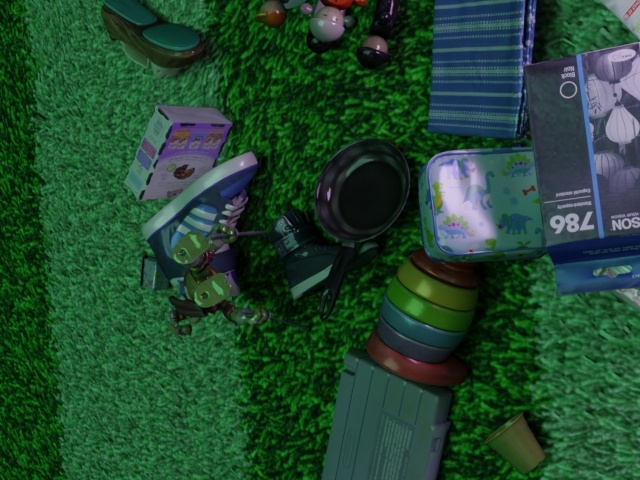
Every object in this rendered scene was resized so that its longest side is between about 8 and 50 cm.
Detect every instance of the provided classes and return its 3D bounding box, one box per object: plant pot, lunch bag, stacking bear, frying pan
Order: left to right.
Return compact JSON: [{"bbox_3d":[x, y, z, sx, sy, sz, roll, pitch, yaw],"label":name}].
[{"bbox_3d":[-0.382,0.074,2.155,0.083,0.053,0.071,19,105,48],"label":"lunch bag"},{"bbox_3d":[0.082,-0.028,1.684,0.197,0.053,0.326,-16,66,28],"label":"frying pan"},{"bbox_3d":[0.197,0.078,1.587,0.175,0.164,0.289,33,110,34],"label":"stacking bear"},{"bbox_3d":[0.263,-0.057,1.470,0.090,0.219,0.176,127,138,-76],"label":"lunch bag"},{"bbox_3d":[0.324,0.336,1.552,0.079,0.083,0.083,50,125,11],"label":"plant pot"}]

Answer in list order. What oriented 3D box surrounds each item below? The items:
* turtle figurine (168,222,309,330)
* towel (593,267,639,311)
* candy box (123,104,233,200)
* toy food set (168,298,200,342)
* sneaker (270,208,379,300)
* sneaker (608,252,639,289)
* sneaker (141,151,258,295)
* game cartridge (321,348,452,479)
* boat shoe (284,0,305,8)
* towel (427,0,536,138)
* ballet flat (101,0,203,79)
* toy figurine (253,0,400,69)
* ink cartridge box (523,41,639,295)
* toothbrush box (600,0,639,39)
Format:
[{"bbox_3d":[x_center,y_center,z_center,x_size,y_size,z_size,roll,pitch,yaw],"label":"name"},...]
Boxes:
[{"bbox_3d":[-0.161,0.058,1.791,0.275,0.266,0.197,4,81,7],"label":"turtle figurine"},{"bbox_3d":[0.528,-0.036,1.347,0.317,0.053,0.331,40,118,32],"label":"towel"},{"bbox_3d":[-0.296,-0.180,1.980,0.070,0.165,0.196,45,121,29],"label":"candy box"},{"bbox_3d":[-0.306,0.169,2.119,0.078,0.019,0.122,47,122,27],"label":"toy food set"},{"bbox_3d":[-0.002,0.000,1.792,0.226,0.086,0.163,-30,76,39],"label":"sneaker"},{"bbox_3d":[0.414,-0.032,1.374,0.212,0.080,0.094,46,114,20],"label":"sneaker"},{"bbox_3d":[-0.200,-0.009,1.961,0.323,0.130,0.236,-35,89,24],"label":"sneaker"},{"bbox_3d":[0.114,0.403,1.751,0.230,0.068,0.355,20,107,34],"label":"game cartridge"},{"bbox_3d":[-0.029,-0.492,1.800,0.142,0.049,0.040,-33,40,40],"label":"boat shoe"},{"bbox_3d":[0.250,-0.334,1.525,0.243,0.040,0.335,16,107,58],"label":"towel"},{"bbox_3d":[-0.365,-0.424,2.065,0.342,0.116,0.124,32,135,35],"label":"ballet flat"},{"bbox_3d":[0.016,-0.397,1.652,0.210,0.213,0.148,17,92,38],"label":"toy figurine"},{"bbox_3d":[0.385,-0.094,1.319,0.165,0.065,0.332,-9,85,22],"label":"ink cartridge box"},{"bbox_3d":[0.469,-0.416,1.316,0.283,0.122,0.206,54,126,22],"label":"toothbrush box"}]
